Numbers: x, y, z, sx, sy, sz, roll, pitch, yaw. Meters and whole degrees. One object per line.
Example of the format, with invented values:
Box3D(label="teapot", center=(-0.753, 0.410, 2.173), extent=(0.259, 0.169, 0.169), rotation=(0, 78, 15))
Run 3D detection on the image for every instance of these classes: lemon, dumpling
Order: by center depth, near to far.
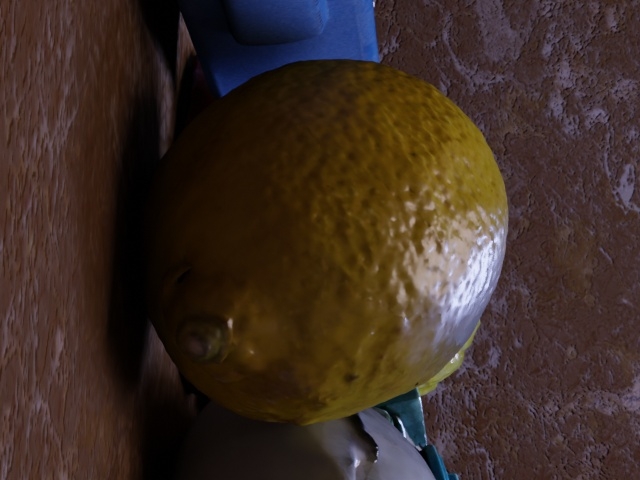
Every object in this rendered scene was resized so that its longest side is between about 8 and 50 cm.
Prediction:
Box3D(label="lemon", center=(0.000, 0.000, 0.945), extent=(0.256, 0.188, 0.188), rotation=(-47, 143, -51))
Box3D(label="dumpling", center=(-0.026, 0.192, 1.039), extent=(0.227, 0.175, 0.243), rotation=(-60, 164, 5))

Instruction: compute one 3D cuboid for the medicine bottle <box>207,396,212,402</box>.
Box3D(label="medicine bottle", center=(0.008, 0.164, 1.245), extent=(0.216, 0.090, 0.090), rotation=(60, 16, -21))

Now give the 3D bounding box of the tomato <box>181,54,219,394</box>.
Box3D(label="tomato", center=(-0.042, -0.009, 1.142), extent=(0.225, 0.085, 0.225), rotation=(0, 90, -89))

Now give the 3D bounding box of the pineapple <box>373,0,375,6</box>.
Box3D(label="pineapple", center=(0.004, -0.209, 1.637), extent=(0.119, 0.111, 0.237), rotation=(55, 35, -45))

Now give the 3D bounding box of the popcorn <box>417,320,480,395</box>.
Box3D(label="popcorn", center=(0.041, 0.046, 1.669), extent=(0.181, 0.217, 0.235), rotation=(-135, -148, -57))

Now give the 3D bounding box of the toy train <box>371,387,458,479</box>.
Box3D(label="toy train", center=(0.051, 0.235, 1.431), extent=(0.194, 0.120, 0.298), rotation=(-105, -176, -60))

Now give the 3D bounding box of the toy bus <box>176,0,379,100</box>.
Box3D(label="toy bus", center=(-0.026, -0.165, 0.962), extent=(0.234, 0.116, 0.133), rotation=(75, 10, -74))
